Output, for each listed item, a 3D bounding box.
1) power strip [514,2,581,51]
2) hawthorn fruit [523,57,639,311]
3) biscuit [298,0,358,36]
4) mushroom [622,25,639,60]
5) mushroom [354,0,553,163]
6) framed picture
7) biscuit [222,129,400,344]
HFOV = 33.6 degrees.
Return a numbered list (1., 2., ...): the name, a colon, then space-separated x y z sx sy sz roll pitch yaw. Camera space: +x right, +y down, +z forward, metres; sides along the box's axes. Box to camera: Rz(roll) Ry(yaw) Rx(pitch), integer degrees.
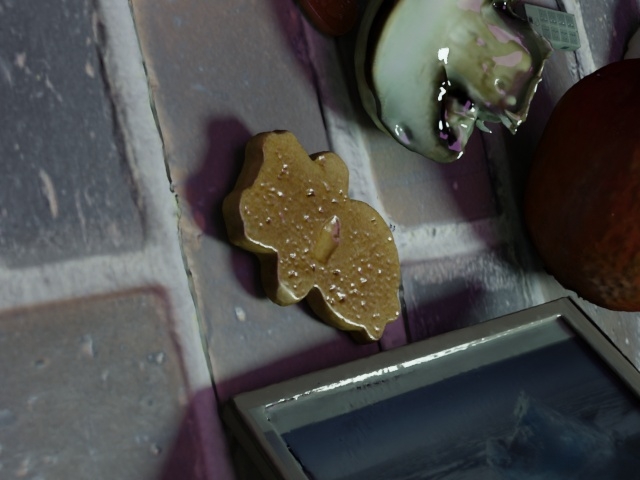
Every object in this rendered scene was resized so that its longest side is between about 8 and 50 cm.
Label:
1. power strip: 0.288 -0.272 1.358 0.136 0.019 0.051 0 80 -44
2. hawthorn fruit: 0.382 -0.069 1.188 0.295 0.311 0.295 23 28 -13
3. biscuit: 0.004 -0.253 1.085 0.091 0.015 0.078 54 46 -18
4. mushroom: 0.475 -0.246 1.491 0.094 0.072 0.209 37 58 -28
5. mushroom: 0.132 -0.224 1.101 0.190 0.164 0.267 17 101 -14
6. framed picture: 0.179 0.207 0.933 0.446 0.028 0.326 -12 49 -37
7. biscuit: 0.000 0.000 0.993 0.225 0.036 0.166 38 55 -33
